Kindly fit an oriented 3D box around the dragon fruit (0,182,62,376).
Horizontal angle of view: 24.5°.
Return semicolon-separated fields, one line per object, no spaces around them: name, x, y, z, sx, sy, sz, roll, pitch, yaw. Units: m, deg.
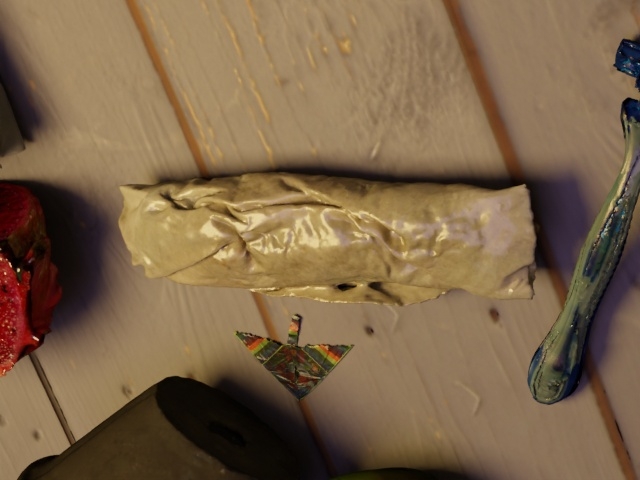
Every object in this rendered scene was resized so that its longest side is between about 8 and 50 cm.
dragon fruit;-0.330;0.031;1.396;0.262;0.189;0.163;-5;147;34

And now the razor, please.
razor;0.219;0.007;1.149;0.093;0.056;0.324;25;121;14

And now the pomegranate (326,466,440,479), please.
pomegranate;0.042;0.295;1.309;0.187;0.187;0.225;53;148;-2

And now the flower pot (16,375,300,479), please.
flower pot;-0.124;0.233;1.335;0.269;0.269;0.166;38;105;8

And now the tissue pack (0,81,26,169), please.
tissue pack;-0.378;-0.154;1.356;0.159;0.145;0.229;-6;111;64

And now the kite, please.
kite;-0.026;0.107;1.349;0.122;0.004;0.090;10;116;24

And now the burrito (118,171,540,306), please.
burrito;0.000;0.000;1.245;0.392;0.076;0.117;1;113;27
